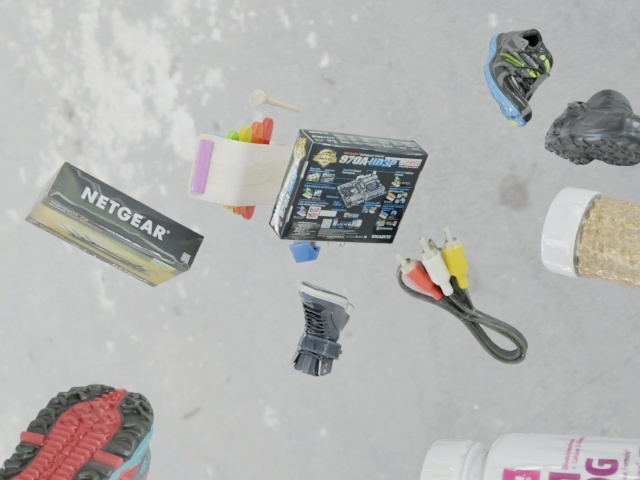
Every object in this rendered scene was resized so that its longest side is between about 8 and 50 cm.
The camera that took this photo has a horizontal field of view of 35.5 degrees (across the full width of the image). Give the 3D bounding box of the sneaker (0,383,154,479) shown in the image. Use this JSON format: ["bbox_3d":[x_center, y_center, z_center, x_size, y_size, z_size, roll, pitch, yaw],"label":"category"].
[{"bbox_3d":[-0.188,0.212,0.663,0.104,0.262,0.125,13,120,22],"label":"sneaker"}]

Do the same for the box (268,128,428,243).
[{"bbox_3d":[0.045,-0.081,1.585,0.051,0.220,0.175,53,132,47],"label":"box"}]

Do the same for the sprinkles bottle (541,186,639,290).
[{"bbox_3d":[0.469,0.020,1.278,0.355,0.121,0.121,14,113,32],"label":"sprinkles bottle"}]

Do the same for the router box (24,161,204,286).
[{"bbox_3d":[-0.416,-0.024,1.997,0.309,0.081,0.243,29,158,-18],"label":"router box"}]

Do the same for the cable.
[{"bbox_3d":[0.226,0.111,1.653,0.139,0.072,0.287,-29,103,24],"label":"cable"}]

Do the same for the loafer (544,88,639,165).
[{"bbox_3d":[0.299,-0.124,1.060,0.076,0.223,0.078,24,92,-6],"label":"loafer"}]

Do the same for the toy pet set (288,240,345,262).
[{"bbox_3d":[0.000,0.000,1.871,0.114,0.122,0.065,-12,75,19],"label":"toy pet set"}]

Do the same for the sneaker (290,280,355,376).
[{"bbox_3d":[-0.009,0.173,1.904,0.086,0.226,0.163,21,81,23],"label":"sneaker"}]

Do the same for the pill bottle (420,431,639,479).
[{"bbox_3d":[0.253,0.277,1.011,0.283,0.160,0.160,-2,103,24],"label":"pill bottle"}]

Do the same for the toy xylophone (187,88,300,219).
[{"bbox_3d":[-0.128,-0.158,1.864,0.081,0.323,0.236,16,90,18],"label":"toy xylophone"}]

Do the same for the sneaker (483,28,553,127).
[{"bbox_3d":[0.248,-0.211,1.239,0.078,0.188,0.067,-17,125,24],"label":"sneaker"}]
